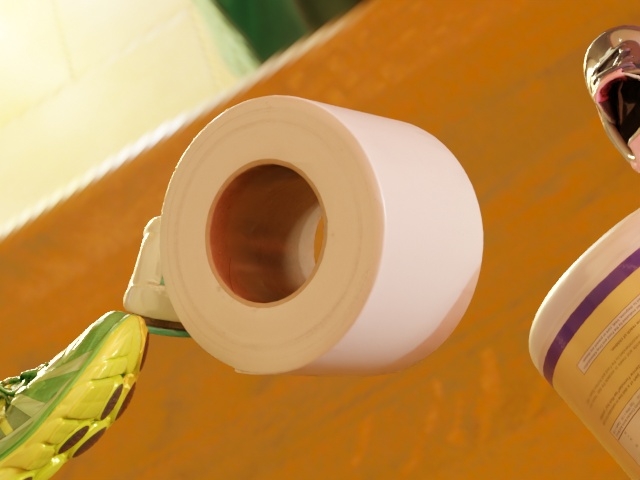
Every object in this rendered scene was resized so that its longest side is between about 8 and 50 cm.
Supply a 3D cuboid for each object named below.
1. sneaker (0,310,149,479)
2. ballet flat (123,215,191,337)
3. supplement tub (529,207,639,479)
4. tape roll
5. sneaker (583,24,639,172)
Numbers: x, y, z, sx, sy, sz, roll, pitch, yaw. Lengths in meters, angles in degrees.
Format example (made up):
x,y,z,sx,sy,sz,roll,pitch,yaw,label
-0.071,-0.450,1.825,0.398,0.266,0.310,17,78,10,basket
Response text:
x,y,z,sx,sy,sz,roll,pitch,yaw,label
-0.272,0.157,1.569,0.295,0.109,0.123,-43,72,-5,sneaker
-0.111,0.017,1.871,0.139,0.400,0.139,0,93,7,ballet flat
0.371,0.141,1.613,0.241,0.241,0.331,-41,65,4,supplement tub
0.000,0.000,1.633,0.246,0.169,0.246,-4,83,34,tape roll
0.321,-0.153,1.838,0.112,0.131,0.319,-54,29,16,sneaker
